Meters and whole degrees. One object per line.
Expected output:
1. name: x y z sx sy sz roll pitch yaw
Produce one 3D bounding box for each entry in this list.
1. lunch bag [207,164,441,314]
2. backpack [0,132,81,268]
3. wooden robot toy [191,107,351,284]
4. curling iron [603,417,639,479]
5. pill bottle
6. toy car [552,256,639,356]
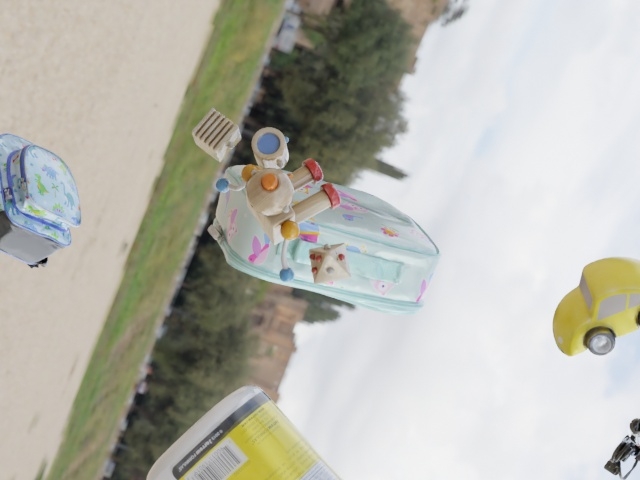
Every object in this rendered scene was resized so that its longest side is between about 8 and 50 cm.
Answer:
1. lunch bag: 0.000 0.000 1.347 0.224 0.279 0.108 -122 -132 -64
2. backpack: -0.290 -0.048 1.046 0.084 0.105 0.114 -28 -116 16
3. wooden robot toy: -0.033 -0.044 0.820 0.076 0.173 0.079 -34 164 -7
4. curling iron: 0.362 0.233 1.223 0.068 0.035 0.274 -53 160 -7
5. pill bottle: -0.023 0.195 0.719 0.103 0.184 0.103 -42 172 -7
6. toy car: 0.301 0.012 0.773 0.239 0.053 0.225 -39 -156 -17
